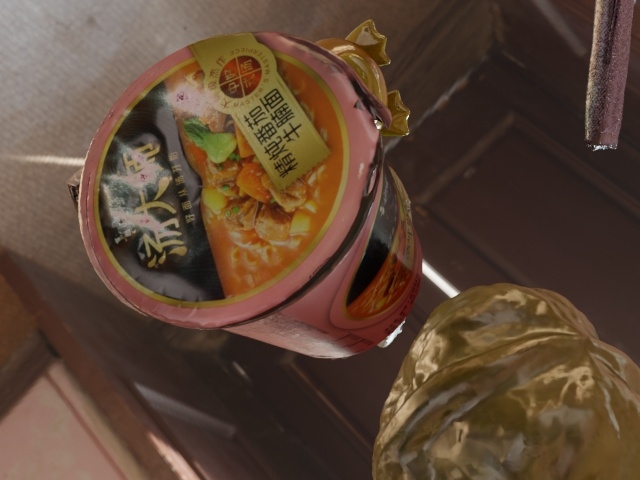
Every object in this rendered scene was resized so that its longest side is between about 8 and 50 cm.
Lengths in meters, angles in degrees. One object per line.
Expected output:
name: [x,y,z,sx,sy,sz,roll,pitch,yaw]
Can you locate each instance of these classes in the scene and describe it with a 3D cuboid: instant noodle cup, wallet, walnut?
instant noodle cup: [-0.027,-0.011,0.821,0.244,0.244,0.255,-47,152,1]
wallet: [0.232,-0.154,0.803,0.111,0.030,0.165,-18,113,-73]
walnut: [0.190,0.196,0.993,0.282,0.253,0.276,-71,-173,-58]

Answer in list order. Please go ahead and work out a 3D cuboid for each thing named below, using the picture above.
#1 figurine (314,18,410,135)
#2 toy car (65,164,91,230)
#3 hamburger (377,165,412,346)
figurine: [-0.003,-0.177,1.300,0.215,0.215,0.228,-59,174,19]
toy car: [-0.150,-0.034,1.016,0.108,0.210,0.089,-49,140,-33]
hamburger: [0.000,0.000,1.490,0.195,0.318,0.276,6,106,-39]
